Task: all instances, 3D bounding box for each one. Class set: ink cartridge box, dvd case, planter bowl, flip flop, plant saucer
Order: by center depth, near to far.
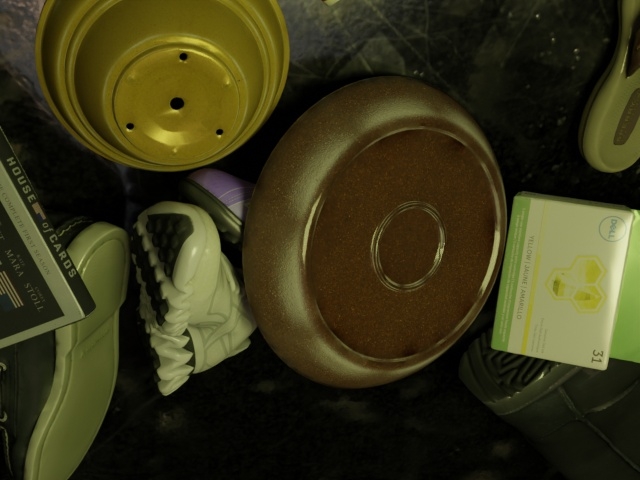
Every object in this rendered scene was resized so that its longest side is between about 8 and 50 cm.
[{"bbox_3d":[-0.122,-0.130,0.633,0.217,0.090,0.217,-8,127,-11],"label":"planter bowl"},{"bbox_3d":[-0.331,0.021,0.643,0.238,0.029,0.179,-20,106,15],"label":"dvd case"},{"bbox_3d":[0.074,0.002,0.735,0.310,0.050,0.311,-8,106,-30],"label":"plant saucer"},{"bbox_3d":[0.332,-0.184,0.741,0.112,0.080,0.277,2,121,-19],"label":"flip flop"},{"bbox_3d":[0.309,0.049,0.802,0.235,0.056,0.171,10,101,17],"label":"ink cartridge box"}]

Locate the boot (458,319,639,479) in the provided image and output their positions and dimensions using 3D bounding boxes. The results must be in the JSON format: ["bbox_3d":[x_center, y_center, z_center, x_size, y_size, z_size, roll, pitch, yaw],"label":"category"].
[{"bbox_3d":[0.441,0.193,1.016,0.367,0.146,0.445,-34,126,19],"label":"boot"}]

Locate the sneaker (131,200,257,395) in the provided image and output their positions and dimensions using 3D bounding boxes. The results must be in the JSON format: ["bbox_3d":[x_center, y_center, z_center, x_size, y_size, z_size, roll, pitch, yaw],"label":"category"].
[{"bbox_3d":[-0.113,0.049,0.733,0.118,0.110,0.292,-14,155,-19],"label":"sneaker"}]

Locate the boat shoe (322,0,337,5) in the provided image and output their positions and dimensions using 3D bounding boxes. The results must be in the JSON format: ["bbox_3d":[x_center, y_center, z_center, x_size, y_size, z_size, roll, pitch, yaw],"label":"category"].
[{"bbox_3d":[0.038,-0.253,0.622,0.137,0.049,0.043,-41,125,19],"label":"boat shoe"}]

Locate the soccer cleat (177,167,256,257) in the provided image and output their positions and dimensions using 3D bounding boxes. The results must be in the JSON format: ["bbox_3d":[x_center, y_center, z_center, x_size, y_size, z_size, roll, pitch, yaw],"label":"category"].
[{"bbox_3d":[0.000,0.000,0.776,0.318,0.108,0.116,35,87,-31],"label":"soccer cleat"}]

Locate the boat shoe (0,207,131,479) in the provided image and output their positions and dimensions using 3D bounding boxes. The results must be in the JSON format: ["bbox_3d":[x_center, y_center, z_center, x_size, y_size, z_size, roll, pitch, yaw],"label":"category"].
[{"bbox_3d":[-0.277,0.115,0.758,0.113,0.127,0.340,25,124,12],"label":"boat shoe"}]
